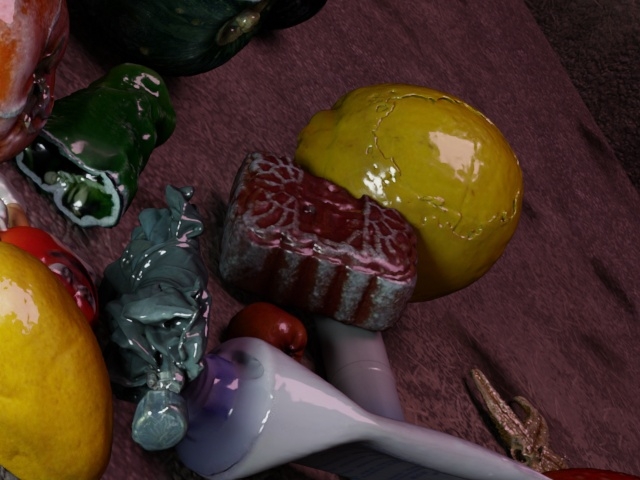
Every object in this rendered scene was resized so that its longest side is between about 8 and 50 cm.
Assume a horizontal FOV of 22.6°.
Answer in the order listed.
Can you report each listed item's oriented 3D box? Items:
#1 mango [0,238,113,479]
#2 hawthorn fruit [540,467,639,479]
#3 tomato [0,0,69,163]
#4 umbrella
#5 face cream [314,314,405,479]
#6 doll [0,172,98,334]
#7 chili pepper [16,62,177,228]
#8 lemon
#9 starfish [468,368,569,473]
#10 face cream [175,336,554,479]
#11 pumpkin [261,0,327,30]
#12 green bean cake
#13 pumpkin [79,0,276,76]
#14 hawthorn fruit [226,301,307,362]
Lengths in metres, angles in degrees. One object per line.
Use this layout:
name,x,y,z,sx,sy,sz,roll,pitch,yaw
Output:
mango,-0.247,0.110,1.303,0.147,0.109,0.227,-36,106,-44
hawthorn fruit,0.268,0.379,1.699,0.369,0.285,0.284,19,38,-43
tomato,-0.336,-0.178,1.459,0.189,0.232,0.232,16,24,2
umbrella,-0.152,0.072,1.452,0.094,0.143,0.349,15,26,-11
face cream,0.048,0.170,1.835,0.077,0.077,0.250,36,25,-33
doll,-0.255,0.031,1.447,0.183,0.085,0.217,52,12,-24
chili pepper,-0.228,-0.116,1.730,0.136,0.099,0.270,25,29,2
lemon,0.108,-0.062,2.053,0.297,0.297,0.297,42,23,-22
starfish,0.294,0.277,2.195,0.138,0.050,0.247,12,46,-61
face cream,0.033,0.205,1.572,0.420,0.235,0.137,23,68,-34
pumpkin,-0.082,-0.428,2.428,0.233,0.163,0.233,42,25,-25
green bean cake,0.000,0.000,1.882,0.233,0.097,0.198,19,31,-5
pumpkin,-0.194,-0.324,2.001,0.263,0.197,0.293,42,28,4
hawthorn fruit,-0.064,0.104,1.736,0.093,0.081,0.081,30,3,42
